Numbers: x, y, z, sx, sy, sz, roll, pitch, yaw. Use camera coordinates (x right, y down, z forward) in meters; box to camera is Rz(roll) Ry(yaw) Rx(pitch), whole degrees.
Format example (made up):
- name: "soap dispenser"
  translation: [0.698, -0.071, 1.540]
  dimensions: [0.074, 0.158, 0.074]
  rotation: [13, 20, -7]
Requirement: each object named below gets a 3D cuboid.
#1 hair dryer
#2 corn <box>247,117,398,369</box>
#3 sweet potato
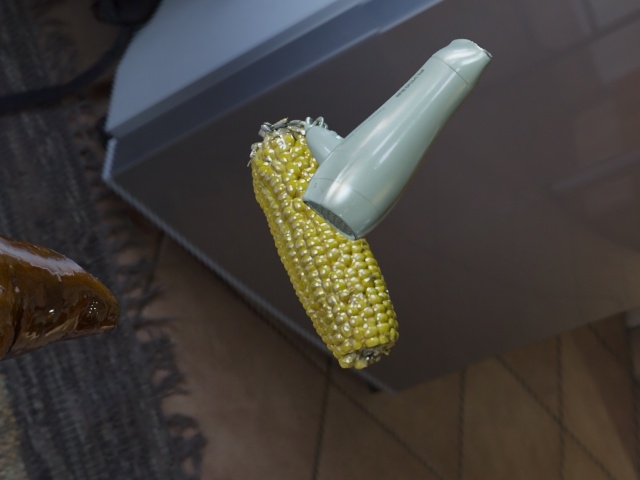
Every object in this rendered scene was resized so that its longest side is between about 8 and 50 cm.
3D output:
- name: "hair dryer"
  translation: [0.042, -0.111, 1.118]
  dimensions: [0.075, 0.206, 0.237]
  rotation: [42, -6, -24]
- name: "corn"
  translation: [0.000, 0.000, 1.381]
  dimensions: [0.115, 0.115, 0.318]
  rotation: [11, 53, -54]
- name: "sweet potato"
  translation: [-0.221, 0.042, 0.615]
  dimensions: [0.359, 0.112, 0.112]
  rotation: [-23, 90, -59]
